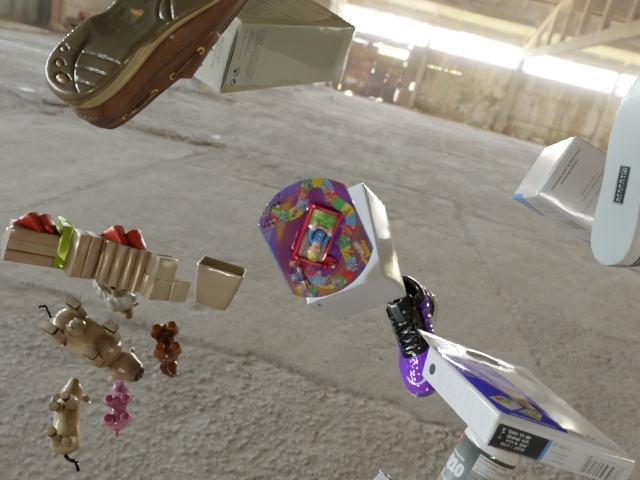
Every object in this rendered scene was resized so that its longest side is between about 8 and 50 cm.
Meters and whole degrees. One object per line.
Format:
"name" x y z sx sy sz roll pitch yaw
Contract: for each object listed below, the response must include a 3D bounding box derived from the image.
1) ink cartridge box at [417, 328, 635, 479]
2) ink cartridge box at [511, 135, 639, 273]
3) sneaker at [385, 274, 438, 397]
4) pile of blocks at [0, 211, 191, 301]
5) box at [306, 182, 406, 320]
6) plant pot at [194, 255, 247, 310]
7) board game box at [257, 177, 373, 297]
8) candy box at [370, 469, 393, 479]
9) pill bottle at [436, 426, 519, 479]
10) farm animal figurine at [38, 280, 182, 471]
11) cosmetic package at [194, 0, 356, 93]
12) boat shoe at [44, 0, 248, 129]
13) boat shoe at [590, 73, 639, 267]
"ink cartridge box" 0.234 0.198 0.684 0.206 0.045 0.208 22 10 -19
"ink cartridge box" 0.697 -0.067 1.331 0.395 0.166 0.285 33 8 5
"sneaker" 0.198 0.200 1.239 0.146 0.102 0.293 49 30 -35
"pile of blocks" -0.421 0.013 1.069 0.363 0.112 0.149 18 6 -11
"box" 0.044 0.019 0.876 0.091 0.130 0.170 38 37 -52
"plant pot" -0.243 0.105 1.312 0.109 0.096 0.109 17 6 -5
"board game box" 0.000 0.000 0.751 0.133 0.168 0.033 -27 17 -7
"candy box" 0.092 0.631 1.192 0.233 0.159 0.071 -42 46 -19
"pill bottle" 0.452 0.625 1.561 0.161 0.283 0.161 28 4 -2
"farm animal figurine" -0.476 0.262 1.191 0.330 0.172 0.326 -37 77 -28
"cosmetic package" -0.096 -0.334 0.903 0.160 0.113 0.309 38 33 20
"boat shoe" -0.108 -0.149 0.393 0.064 0.178 0.060 41 -11 20
"boat shoe" 0.342 -0.077 0.567 0.070 0.219 0.077 2 21 -15
